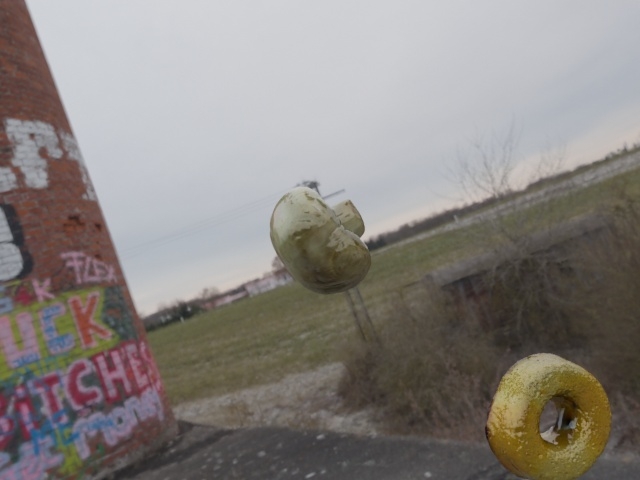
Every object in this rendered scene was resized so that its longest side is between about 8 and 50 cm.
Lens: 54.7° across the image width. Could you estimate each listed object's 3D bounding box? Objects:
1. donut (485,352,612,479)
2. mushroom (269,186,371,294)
[{"bbox_3d":[0.270,0.210,0.719,0.152,0.152,0.058,-20,1,-14],"label":"donut"},{"bbox_3d":[0.000,0.000,0.766,0.112,0.148,0.148,-29,-5,-8],"label":"mushroom"}]
